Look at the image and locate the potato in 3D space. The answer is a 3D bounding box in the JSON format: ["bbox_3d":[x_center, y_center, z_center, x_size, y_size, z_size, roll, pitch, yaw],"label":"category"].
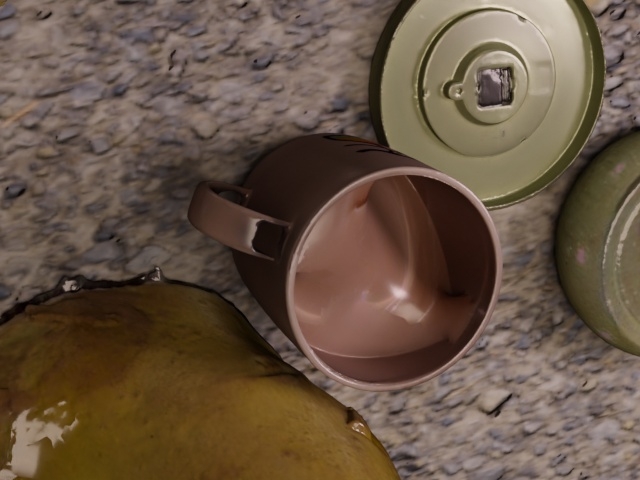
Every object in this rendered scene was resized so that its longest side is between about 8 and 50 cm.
[{"bbox_3d":[-0.113,0.202,1.558,0.397,0.296,0.290,21,95,-27],"label":"potato"}]

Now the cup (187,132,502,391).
[{"bbox_3d":[0.000,0.000,1.589,0.252,0.200,0.192,15,99,-25],"label":"cup"}]

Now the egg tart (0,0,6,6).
[{"bbox_3d":[-0.311,-0.300,1.442,0.278,0.095,0.279,-6,109,-19],"label":"egg tart"}]

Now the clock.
[{"bbox_3d":[0.156,-0.142,1.703,0.235,0.029,0.235,-6,107,-19],"label":"clock"}]

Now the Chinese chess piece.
[{"bbox_3d":[0.340,0.000,1.782,0.237,0.092,0.238,-6,106,-20],"label":"Chinese chess piece"}]
